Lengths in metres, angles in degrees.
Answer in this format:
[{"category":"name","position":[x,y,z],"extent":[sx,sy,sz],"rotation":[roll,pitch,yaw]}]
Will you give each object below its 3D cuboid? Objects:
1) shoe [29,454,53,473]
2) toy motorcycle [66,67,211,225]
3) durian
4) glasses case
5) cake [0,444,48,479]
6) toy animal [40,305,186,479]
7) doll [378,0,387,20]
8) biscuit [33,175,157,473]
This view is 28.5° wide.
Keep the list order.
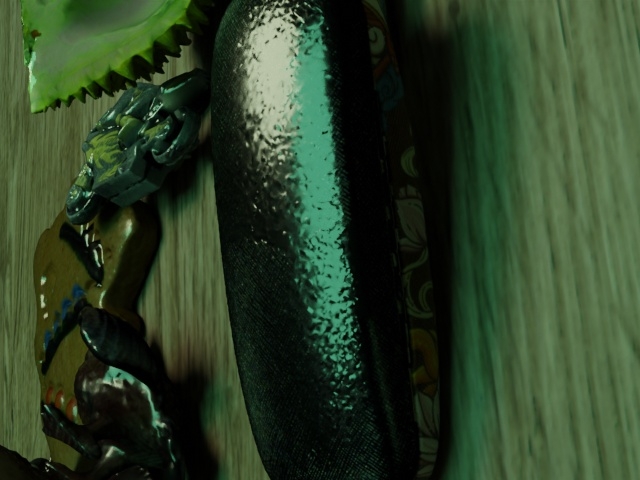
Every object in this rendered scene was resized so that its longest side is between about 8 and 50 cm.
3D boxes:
[{"category":"shoe","position":[-0.274,0.267,1.193],"extent":[0.228,0.125,0.099],"rotation":[15,134,37]},{"category":"toy motorcycle","position":[-0.153,-0.089,1.075],"extent":[0.193,0.061,0.124],"rotation":[-28,41,43]},{"category":"durian","position":[-0.159,-0.268,1.030],"extent":[0.157,0.170,0.355],"rotation":[-47,46,48]},{"category":"glasses case","position":[0.000,0.000,0.733],"extent":[0.122,0.082,0.320],"rotation":[-11,85,50]},{"category":"cake","position":[-0.252,0.271,0.950],"extent":[0.196,0.198,0.293],"rotation":[-42,42,2]},{"category":"toy animal","position":[-0.146,0.136,1.009],"extent":[0.179,0.116,0.218],"rotation":[-77,-15,-57]},{"category":"doll","position":[-0.019,-0.146,0.847],"extent":[0.180,0.075,0.120],"rotation":[8,96,61]},{"category":"biscuit","position":[-0.224,0.081,1.180],"extent":[0.278,0.043,0.301],"rotation":[-23,63,56]}]
